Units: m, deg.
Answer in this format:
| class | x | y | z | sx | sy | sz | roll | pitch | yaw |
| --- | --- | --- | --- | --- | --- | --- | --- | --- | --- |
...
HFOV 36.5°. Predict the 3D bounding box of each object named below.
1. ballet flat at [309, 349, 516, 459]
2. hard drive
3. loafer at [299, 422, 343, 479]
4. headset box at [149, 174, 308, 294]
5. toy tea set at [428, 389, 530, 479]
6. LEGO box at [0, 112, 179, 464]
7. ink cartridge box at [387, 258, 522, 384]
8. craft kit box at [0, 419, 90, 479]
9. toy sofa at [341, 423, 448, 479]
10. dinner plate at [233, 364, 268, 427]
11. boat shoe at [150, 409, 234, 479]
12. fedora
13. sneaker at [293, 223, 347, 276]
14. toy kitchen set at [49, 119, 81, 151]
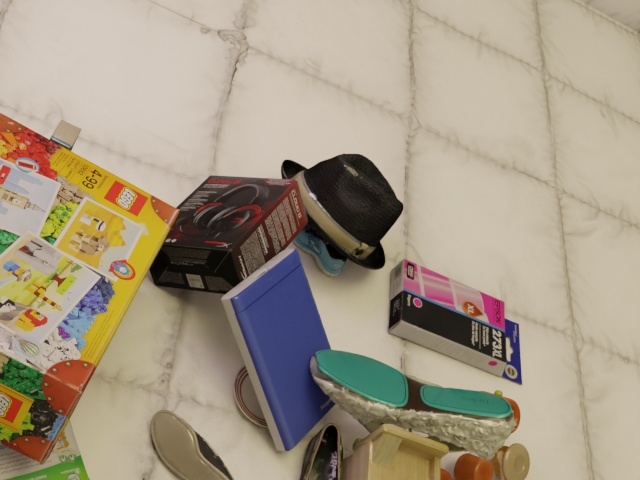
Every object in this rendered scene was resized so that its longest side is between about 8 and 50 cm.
| class | x | y | z | sx | sy | sz | roll | pitch | yaw |
| --- | --- | --- | --- | --- | --- | --- | --- | --- | --- |
| ballet flat | 0.165 | 0.328 | 1.840 | 0.409 | 0.147 | 0.147 | 16 | 48 | 0 |
| hard drive | -0.063 | 0.203 | 1.830 | 0.210 | 0.040 | 0.319 | -38 | 116 | -48 |
| loafer | -0.003 | 0.456 | 1.763 | 0.096 | 0.084 | 0.267 | 10 | 48 | -3 |
| headset box | -0.178 | -0.025 | 1.916 | 0.293 | 0.218 | 0.110 | -50 | 136 | -45 |
| toy tea set | 0.288 | 0.426 | 2.005 | 0.336 | 0.124 | 0.200 | -3 | 90 | -40 |
| LEGO box | -0.494 | 0.056 | 1.578 | 0.372 | 0.193 | 0.500 | 28 | 33 | -9 |
| ink cartridge box | 0.325 | 0.188 | 2.219 | 0.371 | 0.069 | 0.176 | 24 | 47 | -21 |
| craft kit box | -0.514 | 0.306 | 1.526 | 0.250 | 0.061 | 0.247 | -5 | 63 | -44 |
| toy sofa | 0.124 | 0.533 | 1.737 | 0.150 | 0.177 | 0.362 | 22 | 48 | -18 |
| dinner plate | -0.107 | 0.298 | 1.870 | 0.141 | 0.017 | 0.141 | 18 | 51 | -23 |
| boat shoe | -0.222 | 0.384 | 1.711 | 0.206 | 0.075 | 0.065 | 47 | 2 | 12 |
| fedora | 0.070 | -0.094 | 2.106 | 0.334 | 0.152 | 0.334 | 44 | 16 | -16 |
| sneaker | 0.000 | 0.000 | 2.125 | 0.162 | 0.073 | 0.063 | 45 | 45 | 2 |
| toy kitchen set | -0.437 | -0.099 | 1.833 | 0.207 | 0.166 | 0.122 | 26 | 47 | -15 |
